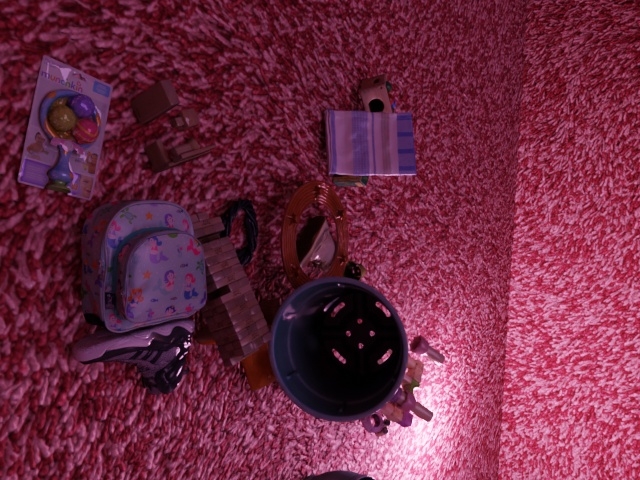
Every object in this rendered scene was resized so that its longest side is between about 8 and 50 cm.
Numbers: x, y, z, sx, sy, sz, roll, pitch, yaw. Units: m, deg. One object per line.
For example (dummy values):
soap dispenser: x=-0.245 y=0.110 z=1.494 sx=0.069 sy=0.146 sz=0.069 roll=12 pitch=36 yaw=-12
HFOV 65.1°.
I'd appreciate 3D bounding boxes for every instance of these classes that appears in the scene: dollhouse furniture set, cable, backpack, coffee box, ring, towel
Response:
dollhouse furniture set: x=-0.299 y=-0.248 z=1.068 sx=0.123 sy=0.144 sz=0.151 roll=-35 pitch=106 yaw=-49
cable: x=-0.201 y=-0.019 z=1.261 sx=0.150 sy=0.047 sz=0.184 roll=51 pitch=51 yaw=-47
backpack: x=-0.347 y=0.043 z=0.994 sx=0.225 sy=0.191 sz=0.253 roll=-6 pitch=93 yaw=-50
coffee box: x=0.114 y=-0.259 z=1.584 sx=0.040 sy=0.113 sz=0.184 roll=34 pitch=69 yaw=-49
ring: x=0.000 y=0.000 z=1.413 sx=0.336 sy=0.032 sz=0.336 roll=-5 pitch=95 yaw=-57
towel: x=0.152 y=-0.300 z=1.528 sx=0.285 sy=0.034 sz=0.209 roll=0 pitch=80 yaw=-10

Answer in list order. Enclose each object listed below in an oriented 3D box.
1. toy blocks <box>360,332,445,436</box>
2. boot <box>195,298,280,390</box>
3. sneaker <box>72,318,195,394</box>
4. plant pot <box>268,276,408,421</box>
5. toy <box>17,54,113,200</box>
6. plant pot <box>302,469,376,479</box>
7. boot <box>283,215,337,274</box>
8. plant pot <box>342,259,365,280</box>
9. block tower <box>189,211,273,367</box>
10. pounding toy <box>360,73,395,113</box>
toy blocks: x=0.224 y=0.482 z=1.758 sx=0.260 sy=0.309 sz=0.288 roll=35 pitch=49 yaw=-12
boot: x=-0.185 y=0.287 z=1.276 sx=0.295 sy=0.104 sz=0.211 roll=-17 pitch=106 yaw=-54
sneaker: x=-0.371 y=0.252 z=1.038 sx=0.268 sy=0.101 sz=0.153 roll=-5 pitch=95 yaw=-53
plant pot: x=0.079 y=0.268 z=1.344 sx=0.334 sy=0.341 sz=0.341 roll=16 pitch=80 yaw=-74
toy: x=-0.455 y=-0.204 z=0.925 sx=0.137 sy=0.056 sz=0.237 roll=17 pitch=80 yaw=-52
plant pot: x=0.026 y=0.831 z=1.521 sx=0.293 sy=0.196 sz=0.293 roll=-9 pitch=101 yaw=-51
boot: x=-0.015 y=0.055 z=1.488 sx=0.213 sy=0.077 sz=0.165 roll=-59 pitch=137 yaw=-30
plant pot: x=0.111 y=0.104 z=1.655 sx=0.079 sy=0.083 sz=0.083 roll=-5 pitch=98 yaw=-64
block tower: x=-0.222 y=0.105 z=1.120 sx=0.091 sy=0.097 sz=0.335 roll=-22 pitch=89 yaw=-49
pounding toy: x=0.202 y=-0.413 z=1.636 sx=0.181 sy=0.094 sz=0.206 roll=-77 pitch=150 yaw=-57
